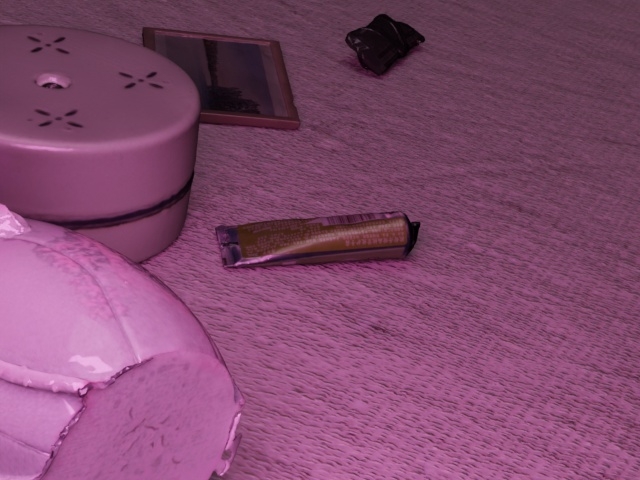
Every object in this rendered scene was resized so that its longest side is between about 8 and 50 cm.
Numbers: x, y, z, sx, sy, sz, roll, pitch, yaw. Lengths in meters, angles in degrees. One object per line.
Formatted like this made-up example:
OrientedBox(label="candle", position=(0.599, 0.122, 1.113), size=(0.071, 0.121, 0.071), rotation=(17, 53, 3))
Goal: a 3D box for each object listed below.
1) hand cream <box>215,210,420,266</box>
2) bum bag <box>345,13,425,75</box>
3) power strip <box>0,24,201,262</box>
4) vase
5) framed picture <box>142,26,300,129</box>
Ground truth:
OrientedBox(label="hand cream", position=(0.000, 0.000, 1.423), size=(0.235, 0.055, 0.086), rotation=(-5, 30, -10))
OrientedBox(label="bum bag", position=(0.099, -0.314, 1.975), size=(0.087, 0.049, 0.198), rotation=(41, 35, 4))
OrientedBox(label="power strip", position=(-0.299, -0.113, 1.401), size=(0.358, 0.161, 0.357), rotation=(8, 29, -5))
OrientedBox(label="vase", position=(-0.274, 0.067, 1.044), size=(0.250, 0.250, 0.445), rotation=(-19, 39, -40))
OrientedBox(label="framed picture", position=(-0.150, -0.239, 1.797), size=(0.213, 0.016, 0.289), rotation=(4, 31, -11))
